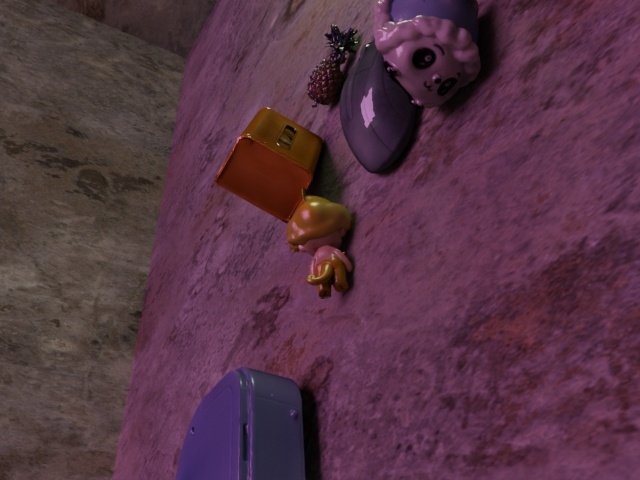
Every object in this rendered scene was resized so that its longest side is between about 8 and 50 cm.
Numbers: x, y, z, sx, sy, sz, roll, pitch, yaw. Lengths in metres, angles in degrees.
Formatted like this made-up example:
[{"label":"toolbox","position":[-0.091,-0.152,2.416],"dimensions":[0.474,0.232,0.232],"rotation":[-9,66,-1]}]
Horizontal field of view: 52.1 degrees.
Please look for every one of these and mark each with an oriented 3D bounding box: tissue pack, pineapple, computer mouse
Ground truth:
[{"label":"tissue pack","position":[-0.112,-0.191,1.547],"dimensions":[0.145,0.194,0.274],"rotation":[-60,8,23]},{"label":"pineapple","position":[0.024,-0.439,1.658],"dimensions":[0.103,0.083,0.221],"rotation":[28,96,64]},{"label":"computer mouse","position":[0.116,-0.317,1.356],"dimensions":[0.188,0.122,0.370],"rotation":[-33,41,53]}]

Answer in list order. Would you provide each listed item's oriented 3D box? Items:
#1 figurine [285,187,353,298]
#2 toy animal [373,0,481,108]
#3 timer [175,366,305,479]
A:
[{"label":"figurine","position":[0.000,0.000,1.370],"dimensions":[0.156,0.131,0.246],"rotation":[-23,54,8]},{"label":"toy animal","position":[0.198,-0.346,1.131],"dimensions":[0.156,0.208,0.204],"rotation":[-17,54,30]},{"label":"timer","position":[-0.161,0.478,1.306],"dimensions":[0.395,0.173,0.394],"rotation":[-41,40,47]}]
